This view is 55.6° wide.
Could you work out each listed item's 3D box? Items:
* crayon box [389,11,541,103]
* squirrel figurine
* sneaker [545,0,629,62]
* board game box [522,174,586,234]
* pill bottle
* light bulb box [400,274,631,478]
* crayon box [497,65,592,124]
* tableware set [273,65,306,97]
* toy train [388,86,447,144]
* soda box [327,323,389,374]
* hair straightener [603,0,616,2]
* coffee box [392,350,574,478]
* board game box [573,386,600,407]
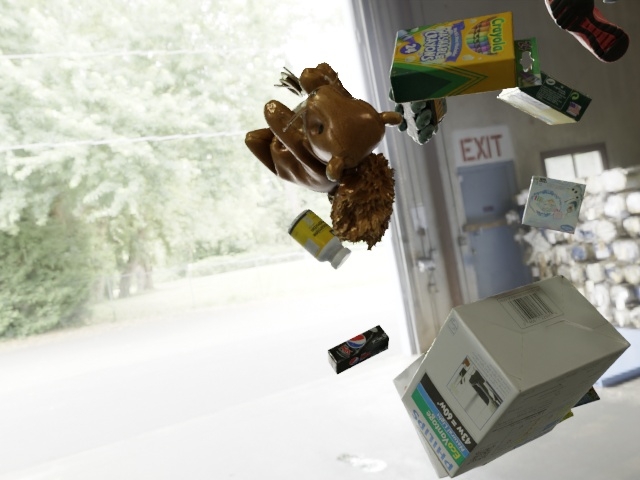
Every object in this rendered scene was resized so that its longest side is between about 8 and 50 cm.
[{"bbox_3d":[0.332,-0.424,1.395,0.322,0.083,0.203,-3,47,18],"label":"crayon box"},{"bbox_3d":[0.060,-0.187,1.308,0.281,0.397,0.370,-39,16,-11],"label":"squirrel figurine"},{"bbox_3d":[0.737,-0.632,1.737,0.116,0.313,0.136,-45,19,19],"label":"sneaker"},{"bbox_3d":[0.412,-0.064,1.072,0.090,0.090,0.020,13,9,17],"label":"board game box"},{"bbox_3d":[0.000,0.000,1.770,0.103,0.184,0.103,-47,-12,-13],"label":"pill bottle"},{"bbox_3d":[0.429,0.309,1.390,0.357,0.225,0.361,-11,-41,-29],"label":"light bulb box"},{"bbox_3d":[0.674,-0.438,1.861,0.202,0.081,0.318,28,10,-1],"label":"crayon box"},{"bbox_3d":[-0.031,-0.355,1.538,0.039,0.194,0.128,-53,5,-1],"label":"tableware set"},{"bbox_3d":[0.347,-0.471,2.052,0.190,0.142,0.334,-47,-30,-8],"label":"toy train"},{"bbox_3d":[0.103,0.293,1.636,0.168,0.060,0.053,-23,48,-20],"label":"soda box"},{"bbox_3d":[0.865,-0.744,1.730,0.047,0.089,0.230,2,-10,4],"label":"hair straightener"},{"bbox_3d":[0.475,0.474,1.845,0.338,0.338,0.334,-19,-21,-20],"label":"coffee box"},{"bbox_3d":[0.728,0.455,1.883,0.194,0.194,0.060,-33,12,8],"label":"board game box"}]
